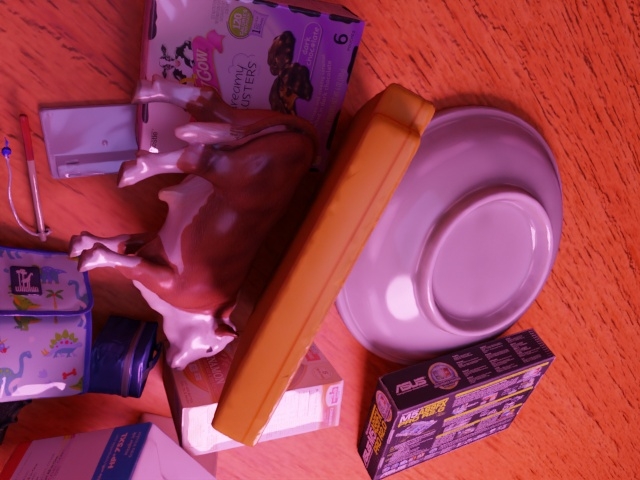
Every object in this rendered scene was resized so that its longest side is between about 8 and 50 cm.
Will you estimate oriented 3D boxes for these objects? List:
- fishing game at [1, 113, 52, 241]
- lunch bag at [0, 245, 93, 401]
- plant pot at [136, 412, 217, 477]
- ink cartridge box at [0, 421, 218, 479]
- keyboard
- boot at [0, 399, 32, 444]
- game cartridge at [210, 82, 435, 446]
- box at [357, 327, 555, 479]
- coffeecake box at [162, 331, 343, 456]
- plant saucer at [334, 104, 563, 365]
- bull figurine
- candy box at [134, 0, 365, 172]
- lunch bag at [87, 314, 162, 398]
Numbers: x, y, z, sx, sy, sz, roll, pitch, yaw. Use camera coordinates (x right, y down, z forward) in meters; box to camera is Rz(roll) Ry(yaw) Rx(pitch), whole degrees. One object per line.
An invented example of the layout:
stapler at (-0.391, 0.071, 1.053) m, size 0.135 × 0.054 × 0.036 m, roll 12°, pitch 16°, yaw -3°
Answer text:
fishing game at (-0.398, -0.041, 0.490) m, size 0.264 × 0.041 × 0.189 m, roll -11°, pitch 122°, yaw -27°
lunch bag at (-0.302, 0.081, 0.537) m, size 0.128 × 0.096 × 0.151 m, roll 9°, pitch 74°, yaw -42°
plant pot at (-0.192, 0.302, 0.687) m, size 0.109 × 0.096 × 0.109 m, roll 23°, pitch 100°, yaw -30°
ink cartridge box at (-0.242, 0.270, 0.567) m, size 0.231 × 0.078 × 0.134 m, roll -14°, pitch 128°, yaw 20°
keyboard at (-0.158, -0.115, 0.587) m, size 0.256 × 0.014 × 0.072 m, roll -9°, pitch 108°, yaw -22°
boot at (-0.376, 0.243, 0.588) m, size 0.263 × 0.091 × 0.229 m, roll 36°, pitch 84°, yaw -38°
game cartridge at (0.000, 0.000, 0.532) m, size 0.052 × 0.324 × 0.285 m, roll 27°, pitch 98°, yaw -6°
box at (0.201, 0.254, 0.829) m, size 0.270 × 0.060 × 0.216 m, roll -13°, pitch 136°, yaw -20°
coffeecake box at (-0.087, 0.173, 0.656) m, size 0.185 × 0.142 × 0.068 m, roll -3°, pitch 111°, yaw -24°
plant saucer at (0.211, 0.019, 0.759) m, size 0.400 × 0.100 × 0.401 m, roll -9°, pitch 113°, yaw -22°
bull figurine at (-0.125, -0.004, 0.527) m, size 0.188 × 0.101 × 0.310 m, roll 15°, pitch 119°, yaw -34°
candy box at (-0.076, -0.160, 0.535) m, size 0.196 × 0.070 × 0.165 m, roll 1°, pitch 125°, yaw -24°
lunch bag at (-0.216, 0.129, 0.609) m, size 0.065 × 0.098 × 0.067 m, roll 12°, pitch 108°, yaw -9°
